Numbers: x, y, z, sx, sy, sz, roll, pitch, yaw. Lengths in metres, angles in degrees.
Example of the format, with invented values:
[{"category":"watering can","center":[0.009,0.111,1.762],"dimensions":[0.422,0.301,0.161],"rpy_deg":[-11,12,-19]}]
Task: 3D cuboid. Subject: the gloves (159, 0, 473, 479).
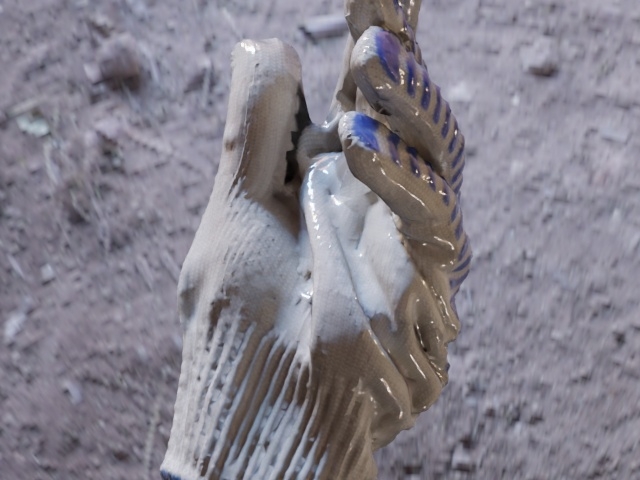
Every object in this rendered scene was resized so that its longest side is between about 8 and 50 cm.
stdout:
[{"category":"gloves","center":[0.001,0.003,0.710],"dimensions":[0.119,0.097,0.229],"rpy_deg":[17,99,21]}]
